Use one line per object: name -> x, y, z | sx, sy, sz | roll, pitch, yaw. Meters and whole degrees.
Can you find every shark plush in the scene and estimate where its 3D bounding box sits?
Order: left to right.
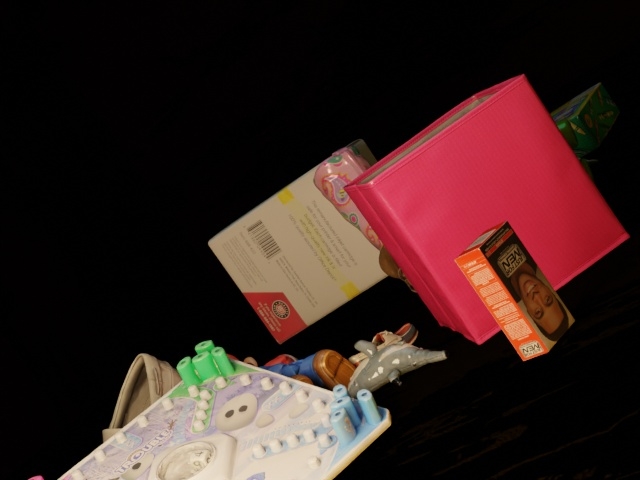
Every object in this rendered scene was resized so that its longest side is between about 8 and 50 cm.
shark plush -> 0.110, 0.178, 1.621 | 0.161, 0.073, 0.067 | -8, 39, 30

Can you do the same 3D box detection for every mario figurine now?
mario figurine -> -0.072, 0.251, 1.806 | 0.198, 0.170, 0.321 | 4, -10, -37

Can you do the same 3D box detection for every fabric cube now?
fabric cube -> 0.219, -0.043, 1.647 | 0.254, 0.258, 0.259 | -36, 5, -5

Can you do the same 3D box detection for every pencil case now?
pencil case -> 0.114, -0.059, 2.362 | 0.124, 0.284, 0.124 | -38, -18, -14

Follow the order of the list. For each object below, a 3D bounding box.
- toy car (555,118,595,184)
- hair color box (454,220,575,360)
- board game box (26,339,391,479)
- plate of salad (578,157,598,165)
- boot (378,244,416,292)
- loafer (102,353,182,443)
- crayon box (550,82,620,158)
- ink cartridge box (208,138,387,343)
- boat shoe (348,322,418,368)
toy car -> 0.359, -0.091, 1.943 | 0.155, 0.149, 0.188 | -23, 20, 17
hair color box -> 0.220, 0.056, 1.344 | 0.043, 0.141, 0.072 | -29, 8, 47
board game box -> -0.170, 0.280, 1.495 | 0.390, 0.050, 0.390 | -38, 29, -29
plate of salad -> 0.403, -0.104, 2.133 | 0.200, 0.048, 0.200 | -17, -5, -1
boot -> 0.169, 0.038, 2.148 | 0.115, 0.112, 0.305 | -48, 12, -22
loafer -> -0.289, 0.320, 1.783 | 0.112, 0.111, 0.319 | -13, 47, 30
crayon box -> 0.507, -0.221, 2.450 | 0.165, 0.081, 0.278 | -32, 6, 30
ink cartridge box -> 0.000, 0.000, 2.587 | 0.385, 0.279, 0.160 | -33, 4, 20
boat shoe -> 0.095, 0.159, 1.780 | 0.137, 0.043, 0.049 | -37, 3, -37
